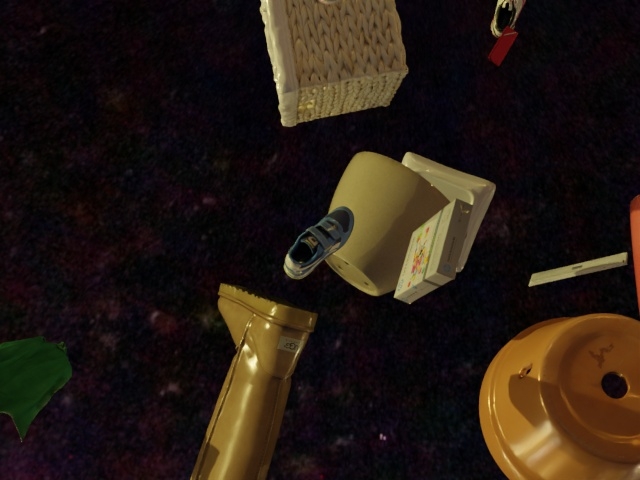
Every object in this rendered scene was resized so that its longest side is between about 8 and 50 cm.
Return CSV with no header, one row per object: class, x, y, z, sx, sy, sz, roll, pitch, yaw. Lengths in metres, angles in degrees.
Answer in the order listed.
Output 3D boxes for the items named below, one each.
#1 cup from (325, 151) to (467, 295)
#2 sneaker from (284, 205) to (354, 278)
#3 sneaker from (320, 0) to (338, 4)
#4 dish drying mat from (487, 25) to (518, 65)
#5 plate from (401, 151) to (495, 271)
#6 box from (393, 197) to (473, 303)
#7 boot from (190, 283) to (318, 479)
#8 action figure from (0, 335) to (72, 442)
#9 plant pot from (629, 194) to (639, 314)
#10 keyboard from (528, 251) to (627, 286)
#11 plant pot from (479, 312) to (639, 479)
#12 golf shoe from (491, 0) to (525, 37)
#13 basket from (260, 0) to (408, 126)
cup,0.138,-0.012,1.628,0.331,0.331,0.237,44,76,-20
sneaker,0.000,0.000,1.088,0.053,0.059,0.144,40,78,16
sneaker,0.009,-0.428,1.175,0.051,0.134,0.070,31,139,-20
dish drying mat,0.394,-0.421,1.495,0.032,0.008,0.083,31,88,-12
plate,0.322,-0.080,1.979,0.277,0.045,0.277,23,103,14
box,0.199,0.023,1.235,0.038,0.145,0.186,23,158,-8
boot,-0.110,0.197,0.873,0.089,0.236,0.269,19,86,-22
action figure,-0.393,0.180,0.911,0.063,0.232,0.137,-43,92,10
plant pot,0.737,0.015,1.349,0.275,0.243,0.275,-7,163,-2
keyboard,0.686,0.078,1.847,0.256,0.072,0.014,-17,100,31
plant pot,0.388,0.231,0.986,0.291,0.290,0.203,3,156,5
golf shoe,0.461,-0.579,1.654,0.068,0.086,0.186,15,104,8
basket,0.013,-0.452,1.491,0.267,0.328,0.331,-11,88,-3
